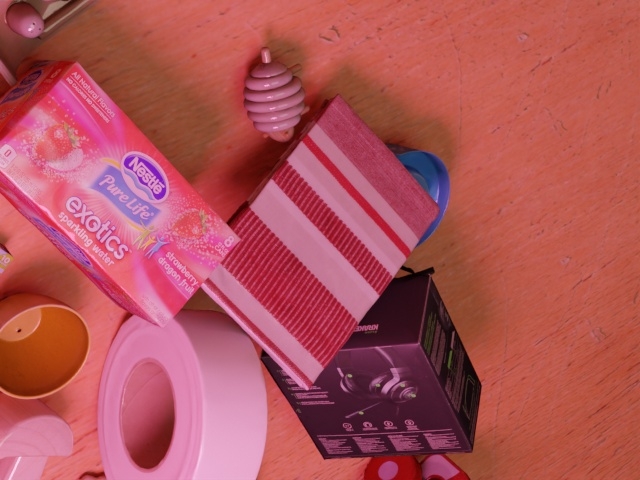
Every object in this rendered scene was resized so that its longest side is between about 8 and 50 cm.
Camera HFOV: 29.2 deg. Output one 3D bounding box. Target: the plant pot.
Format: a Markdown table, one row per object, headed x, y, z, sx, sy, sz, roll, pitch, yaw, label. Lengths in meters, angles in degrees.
| x | y | z | sx | sy | sz | roll | pitch | yaw | label |
| --- | --- | --- | --- | --- | --- | --- | --- | --- | --- |
| -0.371 | 0.119 | 1.553 | 0.134 | 0.095 | 0.134 | -17 | 124 | -27 | plant pot |

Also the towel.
| x | y | z | sx | sy | sz | roll | pitch | yaw | label |
| --- | --- | --- | --- | --- | --- | --- | --- | --- | --- |
| 0.000 | 0.000 | 1.634 | 0.237 | 0.037 | 0.329 | 47 | 67 | -22 | towel |

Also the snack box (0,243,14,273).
| x | y | z | sx | sy | sz | roll | pitch | yaw | label |
| --- | --- | --- | --- | --- | --- | --- | --- | --- | --- |
| -0.458 | 0.045 | 1.489 | 0.141 | 0.037 | 0.100 | -50 | 133 | -1 | snack box |

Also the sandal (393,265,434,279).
| x | y | z | sx | sy | sz | roll | pitch | yaw | label |
| --- | --- | --- | --- | --- | --- | --- | --- | --- | --- |
| 0.081 | 0.052 | 1.808 | 0.067 | 0.179 | 0.040 | -3 | 83 | -60 | sandal |

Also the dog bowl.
| x | y | z | sx | sy | sz | roll | pitch | yaw | label |
| --- | --- | --- | --- | --- | --- | --- | --- | --- | --- |
| 0.046 | -0.050 | 1.768 | 0.297 | 0.074 | 0.166 | -17 | 124 | -27 | dog bowl |

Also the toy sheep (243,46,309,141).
| x | y | z | sx | sy | sz | roll | pitch | yaw | label |
| --- | --- | --- | --- | --- | --- | --- | --- | --- | --- |
| -0.060 | -0.191 | 1.608 | 0.091 | 0.091 | 0.132 | -24 | 113 | -23 | toy sheep |

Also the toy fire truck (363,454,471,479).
| x | y | z | sx | sy | sz | roll | pitch | yaw | label |
| --- | --- | --- | --- | --- | --- | --- | --- | --- | --- |
| 0.147 | 0.506 | 2.032 | 0.302 | 0.254 | 0.169 | -41 | 132 | -9 | toy fire truck |

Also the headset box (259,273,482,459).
| x | y | z | sx | sy | sz | roll | pitch | yaw | label |
| --- | --- | --- | --- | --- | --- | --- | --- | --- | --- |
| 0.076 | 0.187 | 1.800 | 0.131 | 0.246 | 0.283 | -76 | 148 | -41 | headset box |

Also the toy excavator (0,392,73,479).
| x | y | z | sx | sy | sz | roll | pitch | yaw | label |
| --- | --- | --- | --- | --- | --- | --- | --- | --- | --- |
| -0.526 | 0.447 | 1.590 | 0.445 | 0.222 | 0.433 | -23 | 127 | -40 | toy excavator |

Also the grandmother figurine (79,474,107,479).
| x | y | z | sx | sy | sz | roll | pitch | yaw | label |
| --- | --- | --- | --- | --- | --- | --- | --- | --- | --- |
| -0.297 | 0.433 | 1.771 | 0.342 | 0.104 | 0.208 | -18 | 101 | -35 | grandmother figurine |

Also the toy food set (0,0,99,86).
| x | y | z | sx | sy | sz | roll | pitch | yaw | label |
| --- | --- | --- | --- | --- | --- | --- | --- | --- | --- |
| -0.280 | -0.343 | 1.357 | 0.306 | 0.092 | 0.220 | -40 | 131 | -11 | toy food set |

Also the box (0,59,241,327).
| x | y | z | sx | sy | sz | roll | pitch | yaw | label |
| --- | --- | --- | --- | --- | --- | --- | --- | --- | --- |
| -0.258 | -0.056 | 1.446 | 0.154 | 0.142 | 0.300 | -49 | 119 | -16 | box |

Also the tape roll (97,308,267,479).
| x | y | z | sx | sy | sz | roll | pitch | yaw | label |
| --- | --- | --- | --- | --- | --- | --- | --- | --- | --- |
| -0.188 | 0.232 | 1.621 | 0.100 | 0.286 | 0.286 | 5 | 112 | -38 | tape roll |
